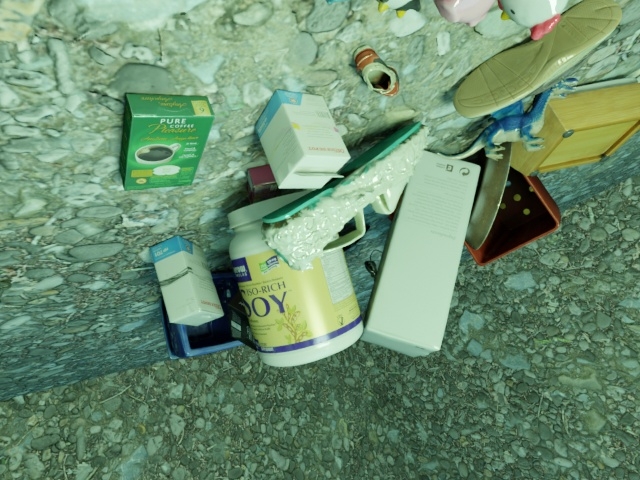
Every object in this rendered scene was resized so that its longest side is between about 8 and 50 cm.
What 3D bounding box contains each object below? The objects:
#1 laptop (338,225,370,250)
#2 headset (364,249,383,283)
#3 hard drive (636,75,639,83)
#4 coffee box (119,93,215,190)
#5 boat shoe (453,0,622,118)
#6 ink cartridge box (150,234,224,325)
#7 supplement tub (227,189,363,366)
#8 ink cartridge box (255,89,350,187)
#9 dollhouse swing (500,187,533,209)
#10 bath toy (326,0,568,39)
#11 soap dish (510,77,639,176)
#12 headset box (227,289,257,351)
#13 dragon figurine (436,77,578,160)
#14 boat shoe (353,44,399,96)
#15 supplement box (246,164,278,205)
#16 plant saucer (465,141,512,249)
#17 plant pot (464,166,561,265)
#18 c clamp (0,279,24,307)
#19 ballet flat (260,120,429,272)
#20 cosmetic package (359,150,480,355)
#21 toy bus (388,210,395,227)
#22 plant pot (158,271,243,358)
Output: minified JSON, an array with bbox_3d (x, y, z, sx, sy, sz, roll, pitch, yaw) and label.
[{"bbox_3d":[0.000,0.000,1.350,0.264,0.136,0.234,29,132,-34],"label":"laptop"},{"bbox_3d":[0.336,0.019,1.501,0.395,0.185,0.243,-29,164,-14],"label":"headset"},{"bbox_3d":[0.841,-0.364,1.179,0.210,0.040,0.319,-7,158,-36],"label":"hard drive"},{"bbox_3d":[-0.236,-0.142,0.621,0.113,0.040,0.184,-11,160,-31],"label":"coffee box"},{"bbox_3d":[0.382,-0.305,0.744,0.285,0.102,0.092,-34,154,19],"label":"boat shoe"},{"bbox_3d":[-0.318,0.101,0.993,0.082,0.190,0.139,-22,162,3],"label":"ink cartridge box"},{"bbox_3d":[-0.059,0.077,0.905,0.241,0.330,0.241,-16,-178,0],"label":"supplement tub"},{"bbox_3d":[-0.028,-0.150,0.660,0.092,0.143,0.090,-6,157,-38],"label":"ink cartridge box"},{"bbox_3d":[0.695,-0.099,1.765,0.347,0.305,0.314,10,104,-57],"label":"dollhouse swing"},{"bbox_3d":[0.164,-0.304,0.458,0.349,0.128,0.151,-9,-167,-31],"label":"bath toy"},{"bbox_3d":[0.643,-0.276,1.035,0.291,0.118,0.229,-12,156,-8],"label":"soap dish"},{"bbox_3d":[-0.141,0.149,1.216,0.293,0.110,0.218,-55,168,-35],"label":"headset box"},{"bbox_3d":[0.404,-0.262,0.909,0.290,0.143,0.085,-10,167,28],"label":"dragon figurine"},{"bbox_3d":[0.095,-0.257,0.654,0.049,0.043,0.137,-31,161,23],"label":"boat shoe"},{"bbox_3d":[-0.119,-0.112,0.837,0.055,0.043,0.083,-15,162,-19],"label":"supplement box"},{"bbox_3d":[0.421,-0.131,1.079,0.050,0.310,0.310,15,165,10],"label":"plant saucer"},{"bbox_3d":[0.586,-0.115,1.305,0.236,0.267,0.267,-19,166,-45],"label":"plant pot"},{"bbox_3d":[-0.710,0.115,0.884,0.137,0.022,0.161,2,153,-40],"label":"c clamp"},{"bbox_3d":[0.067,-0.082,0.795,0.409,0.147,0.147,-36,168,-22],"label":"ballet flat"},{"bbox_3d":[0.237,0.038,1.017,0.162,0.452,0.230,17,161,6],"label":"cosmetic package"},{"bbox_3d":[0.316,-0.039,1.289,0.149,0.211,0.220,-44,172,-38],"label":"toy bus"},{"bbox_3d":[-0.374,0.243,1.306,0.236,0.235,0.212,-5,163,-40],"label":"plant pot"}]
